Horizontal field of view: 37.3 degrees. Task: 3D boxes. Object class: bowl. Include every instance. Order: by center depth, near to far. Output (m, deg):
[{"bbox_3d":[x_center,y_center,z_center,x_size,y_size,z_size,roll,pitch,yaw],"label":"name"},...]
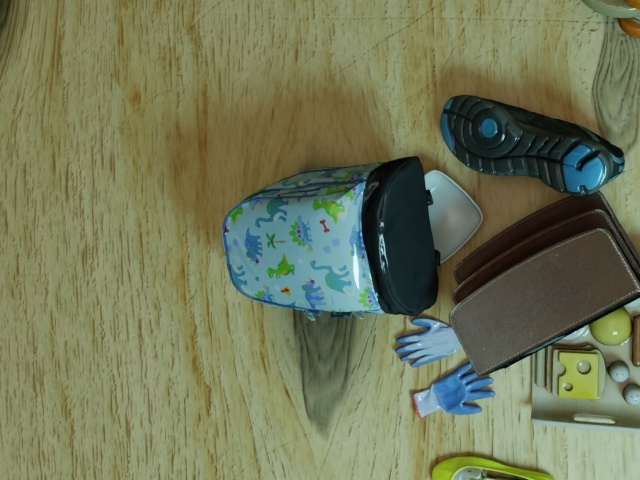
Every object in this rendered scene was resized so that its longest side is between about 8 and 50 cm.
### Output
[{"bbox_3d":[0.214,-0.041,1.734,0.142,0.053,0.142,-45,78,12],"label":"bowl"}]

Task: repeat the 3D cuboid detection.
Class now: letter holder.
[{"bbox_3d":[0.361,0.060,1.577,0.302,0.152,0.214,-33,75,24],"label":"letter holder"}]

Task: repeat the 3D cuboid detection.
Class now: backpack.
[{"bbox_3d":[0.000,0.000,1.695,0.356,0.273,0.290,11,116,43],"label":"backpack"}]

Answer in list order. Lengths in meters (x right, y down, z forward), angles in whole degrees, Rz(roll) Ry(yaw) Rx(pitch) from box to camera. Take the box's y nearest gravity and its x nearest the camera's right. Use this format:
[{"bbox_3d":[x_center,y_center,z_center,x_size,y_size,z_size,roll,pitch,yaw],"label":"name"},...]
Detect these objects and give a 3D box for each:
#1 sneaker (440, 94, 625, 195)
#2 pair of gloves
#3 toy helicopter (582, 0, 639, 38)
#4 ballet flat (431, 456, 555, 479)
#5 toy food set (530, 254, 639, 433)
[{"bbox_3d":[0.365,-0.166,1.663,0.341,0.140,0.125,29,117,32],"label":"sneaker"},{"bbox_3d":[0.227,0.232,1.749,0.159,0.023,0.198,-19,86,15],"label":"pair of gloves"},{"bbox_3d":[0.566,-0.539,1.610,0.235,0.140,0.355,41,90,21],"label":"toy helicopter"},{"bbox_3d":[0.310,0.437,1.699,0.231,0.077,0.077,5,93,16],"label":"ballet flat"},{"bbox_3d":[0.477,0.174,1.641,0.220,0.092,0.306,1,90,16],"label":"toy food set"}]
